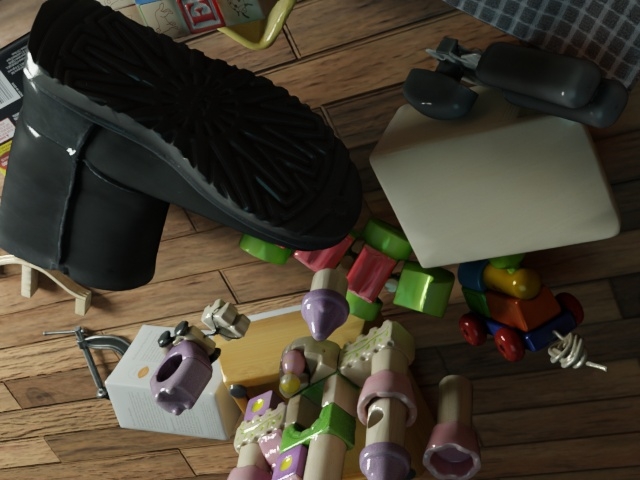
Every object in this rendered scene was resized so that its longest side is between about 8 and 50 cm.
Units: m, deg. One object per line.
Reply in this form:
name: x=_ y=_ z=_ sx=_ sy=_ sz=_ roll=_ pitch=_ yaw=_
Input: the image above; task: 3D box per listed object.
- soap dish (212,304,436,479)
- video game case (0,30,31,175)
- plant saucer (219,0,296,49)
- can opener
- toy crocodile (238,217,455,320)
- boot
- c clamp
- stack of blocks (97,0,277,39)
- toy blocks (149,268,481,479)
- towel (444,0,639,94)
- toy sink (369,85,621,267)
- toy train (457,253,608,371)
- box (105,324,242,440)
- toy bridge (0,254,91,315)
soap dish: x=0.012 y=0.217 z=1.393 sx=0.229 sy=0.118 sz=0.290 roll=-14 pitch=126 yaw=20
video game case: x=-0.319 y=-0.147 z=1.330 sx=0.275 sy=0.035 sz=0.248 roll=-20 pitch=116 yaw=30
plant saucer: x=-0.118 y=-0.408 z=1.032 sx=0.333 sy=0.081 sz=0.332 roll=31 pitch=130 yaw=-4
can opener: x=0.184 y=-0.147 z=1.019 sx=0.074 sy=0.280 sz=0.093 roll=27 pitch=90 yaw=-29
toy crocodile: x=0.000 y=0.000 z=1.237 sx=0.341 sy=0.105 sz=0.115 roll=30 pitch=99 yaw=6
boot: x=-0.185 y=-0.034 z=1.168 sx=0.367 sy=0.146 sz=0.445 roll=34 pitch=147 yaw=-3
c clamp: x=-0.333 y=0.193 z=1.598 sx=0.137 sy=0.022 sz=0.160 roll=-8 pitch=120 yaw=20
stack of blocks: x=-0.164 y=-0.345 z=0.987 sx=0.171 sy=0.087 sz=0.297 roll=-6 pitch=123 yaw=25
toy blocks: x=-0.017 y=0.232 z=1.164 sx=0.289 sy=0.260 sz=0.309 roll=-32 pitch=117 yaw=31
towel: x=0.250 y=-0.293 z=0.952 sx=0.235 sy=0.121 sz=0.283 roll=25 pitch=130 yaw=3
toy sink: x=0.200 y=-0.083 z=1.121 sx=0.234 sy=0.131 sz=0.152 roll=-12 pitch=120 yaw=33
toy train: x=0.229 y=0.054 z=1.164 sx=0.143 sy=0.105 sz=0.248 roll=65 pitch=165 yaw=-15
box: x=-0.194 y=0.199 z=1.477 sx=0.171 sy=0.130 sz=0.091 roll=3 pitch=127 yaw=19
toy bridge: x=-0.425 y=0.052 z=1.522 sx=0.188 sy=0.026 sz=0.063 roll=19 pitch=127 yaw=7
